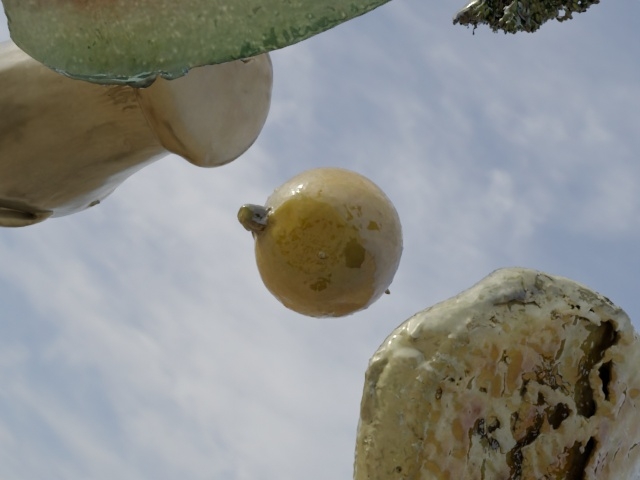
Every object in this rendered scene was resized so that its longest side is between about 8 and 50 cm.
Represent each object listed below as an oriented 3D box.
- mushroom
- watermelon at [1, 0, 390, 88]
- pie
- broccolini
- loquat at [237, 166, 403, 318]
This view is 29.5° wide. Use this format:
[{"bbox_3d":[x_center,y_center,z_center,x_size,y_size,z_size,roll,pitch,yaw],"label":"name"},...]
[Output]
[{"bbox_3d":[-0.133,-0.059,0.620,0.247,0.096,0.108,-16,-47,45],"label":"mushroom"},{"bbox_3d":[-0.020,-0.108,0.379,0.180,0.081,0.094,2,-47,15],"label":"watermelon"},{"bbox_3d":[0.165,0.184,1.007,0.077,0.339,0.339,16,-35,54],"label":"pie"},{"bbox_3d":[0.183,-0.288,0.934,0.123,0.271,0.062,11,3,16],"label":"broccolini"},{"bbox_3d":[0.000,0.000,1.356,0.204,0.149,0.172,18,-63,-19],"label":"loquat"}]
